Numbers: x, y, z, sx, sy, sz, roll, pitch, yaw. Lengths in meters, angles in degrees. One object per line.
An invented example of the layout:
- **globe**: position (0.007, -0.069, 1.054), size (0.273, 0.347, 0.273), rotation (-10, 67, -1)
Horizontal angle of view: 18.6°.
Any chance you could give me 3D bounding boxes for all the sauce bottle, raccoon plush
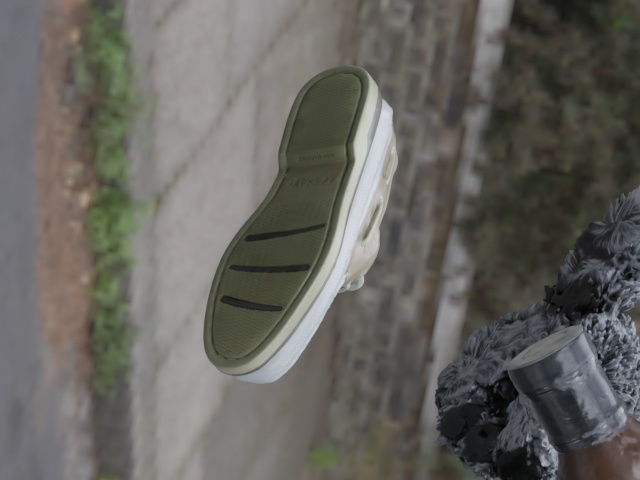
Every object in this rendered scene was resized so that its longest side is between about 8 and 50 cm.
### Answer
- **sauce bottle**: position (0.258, 0.231, 1.550), size (0.344, 0.111, 0.111), rotation (59, 18, -4)
- **raccoon plush**: position (0.342, 0.188, 2.182), size (0.446, 0.299, 0.216), rotation (-44, -147, 10)

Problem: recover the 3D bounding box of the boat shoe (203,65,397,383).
- **boat shoe**: position (0.000, 0.000, 1.648), size (0.103, 0.113, 0.302), rotation (52, 52, -43)
